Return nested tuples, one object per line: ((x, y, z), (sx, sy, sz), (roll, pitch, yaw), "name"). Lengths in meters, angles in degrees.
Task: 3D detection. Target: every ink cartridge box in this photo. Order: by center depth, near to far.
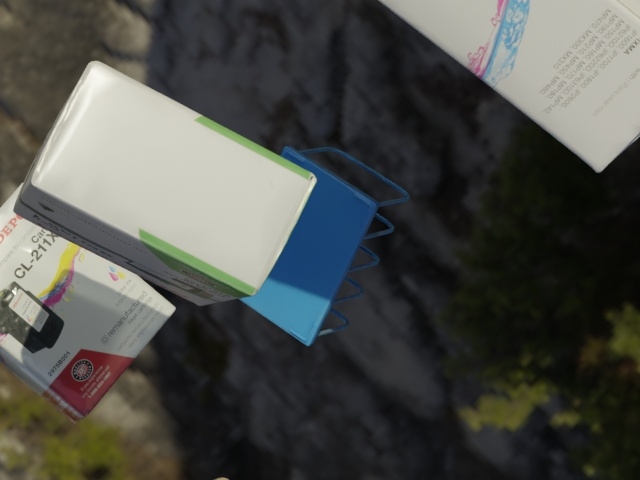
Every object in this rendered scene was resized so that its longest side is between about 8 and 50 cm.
((-0.110, -0.031, 1.311), (0.160, 0.092, 0.219), (27, 171, -8), "ink cartridge box")
((0.151, -0.228, 1.552), (0.306, 0.226, 0.131), (39, 119, -12), "ink cartridge box")
((-0.236, 0.055, 1.721), (0.175, 0.127, 0.072), (40, 164, -4), "ink cartridge box")

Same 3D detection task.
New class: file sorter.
((0.000, 0.000, 2.056), (0.118, 0.104, 0.170), (33, 112, 21), "file sorter")

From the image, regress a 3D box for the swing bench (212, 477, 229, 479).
((-0.132, 0.354, 1.684), (0.255, 0.253, 0.165), (-15, 152, 37), "swing bench")
